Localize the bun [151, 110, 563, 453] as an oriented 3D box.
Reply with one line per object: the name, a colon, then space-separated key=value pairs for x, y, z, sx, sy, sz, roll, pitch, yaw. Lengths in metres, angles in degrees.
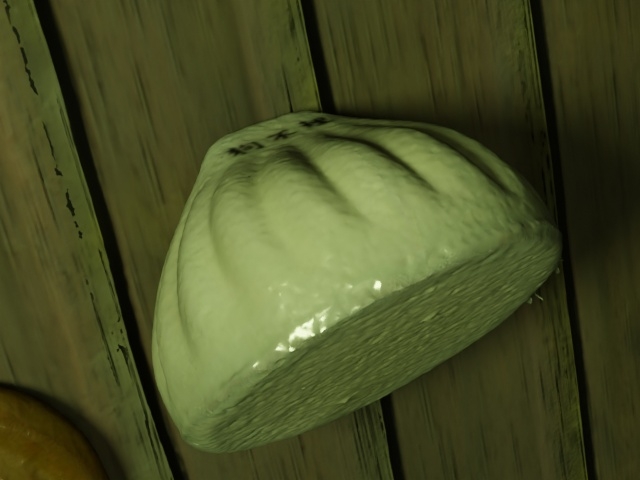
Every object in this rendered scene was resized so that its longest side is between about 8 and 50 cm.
bun: x=0.000 y=0.000 z=0.953 sx=0.263 sy=0.175 sz=0.263 roll=-28 pitch=164 yaw=-9

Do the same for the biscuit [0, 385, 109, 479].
biscuit: x=-0.241 y=0.209 z=0.967 sx=0.262 sy=0.037 sz=0.262 roll=-14 pitch=117 yaw=-28
